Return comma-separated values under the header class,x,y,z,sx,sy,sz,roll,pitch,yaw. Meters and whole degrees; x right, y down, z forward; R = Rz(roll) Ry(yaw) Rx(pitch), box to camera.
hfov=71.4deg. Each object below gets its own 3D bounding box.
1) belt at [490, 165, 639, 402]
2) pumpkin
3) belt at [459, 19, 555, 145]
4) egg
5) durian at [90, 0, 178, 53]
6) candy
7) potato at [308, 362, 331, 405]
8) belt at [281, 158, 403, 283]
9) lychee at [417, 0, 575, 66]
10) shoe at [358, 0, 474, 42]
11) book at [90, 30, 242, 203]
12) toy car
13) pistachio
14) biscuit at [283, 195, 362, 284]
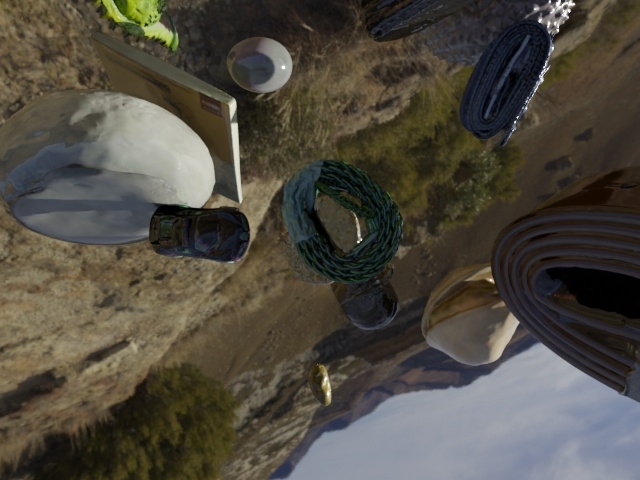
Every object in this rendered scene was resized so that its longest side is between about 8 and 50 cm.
class,x,y,z,sx,sy,sz,roll,pitch,yaw
belt,0.331,0.054,0.406,0.122,0.339,0.217,-28,121,-27
pumpkin,0.117,0.108,1.115,0.162,0.218,0.219,-32,159,14
belt,0.351,-0.300,0.854,0.128,0.122,0.218,-34,150,-63
egg,-0.119,-0.346,0.880,0.135,0.103,0.103,-15,159,-35
durian,-0.370,-0.460,0.831,0.132,0.107,0.375,-49,160,3
candy,-0.300,-0.098,0.633,0.296,0.185,0.295,-5,158,-2
potato,-0.003,0.311,0.961,0.047,0.092,0.045,-7,165,-17
belt,0.020,-0.024,0.498,0.121,0.151,0.079,-41,170,13
lychee,0.392,-0.593,1.041,0.380,0.380,0.432,-35,176,28
shoe,0.181,-0.472,0.636,0.171,0.237,0.384,-26,-170,-31
book,-0.282,-0.216,0.900,0.032,0.269,0.389,-62,176,-21
toy car,-0.152,-0.010,0.542,0.142,0.069,0.055,4,179,26
pistachio,0.367,0.178,1.087,0.238,0.229,0.321,-16,148,-10
biscuit,0.000,0.000,0.720,0.152,0.152,0.020,-34,153,26
